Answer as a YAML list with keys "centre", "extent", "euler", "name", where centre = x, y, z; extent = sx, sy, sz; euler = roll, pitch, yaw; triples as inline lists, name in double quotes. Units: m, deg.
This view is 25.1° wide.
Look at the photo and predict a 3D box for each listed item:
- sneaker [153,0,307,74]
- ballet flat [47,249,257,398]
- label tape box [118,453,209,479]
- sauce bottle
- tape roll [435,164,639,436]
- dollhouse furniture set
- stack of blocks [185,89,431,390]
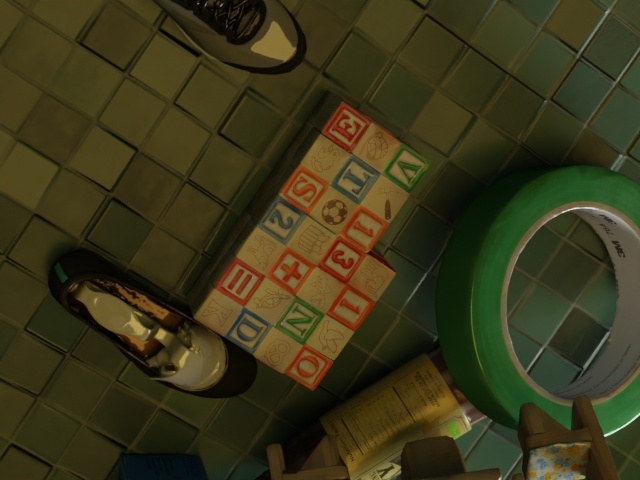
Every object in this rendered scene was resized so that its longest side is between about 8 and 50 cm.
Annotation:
- centre: [-0.129, -0.264, 1.547]
  extent: [0.271, 0.108, 0.100]
  euler: [34, 94, -19]
  name: "sneaker"
- centre: [-0.190, 0.112, 1.639]
  extent: [0.280, 0.096, 0.095]
  euler: [31, 96, -18]
  name: "ballet flat"
- centre: [-0.185, 0.446, 1.654]
  extent: [0.105, 0.240, 0.334]
  euler: [4, 105, -15]
  name: "label tape box"
- centre: [0.037, 0.251, 1.719]
  extent: [0.344, 0.111, 0.111]
  euler: [-32, 109, -1]
  name: "sauce bottle"
- centre: [0.286, 0.072, 1.683]
  extent: [0.321, 0.077, 0.321]
  euler: [-1, 92, -29]
  name: "tape roll"
- centre: [0.145, 0.410, 1.614]
  extent: [0.362, 0.257, 0.394]
  euler: [-8, 137, -4]
  name: "dollhouse furniture set"
- centre: [0.000, 0.000, 1.653]
  extent: [0.171, 0.087, 0.297]
  euler: [33, 96, -18]
  name: "stack of blocks"
